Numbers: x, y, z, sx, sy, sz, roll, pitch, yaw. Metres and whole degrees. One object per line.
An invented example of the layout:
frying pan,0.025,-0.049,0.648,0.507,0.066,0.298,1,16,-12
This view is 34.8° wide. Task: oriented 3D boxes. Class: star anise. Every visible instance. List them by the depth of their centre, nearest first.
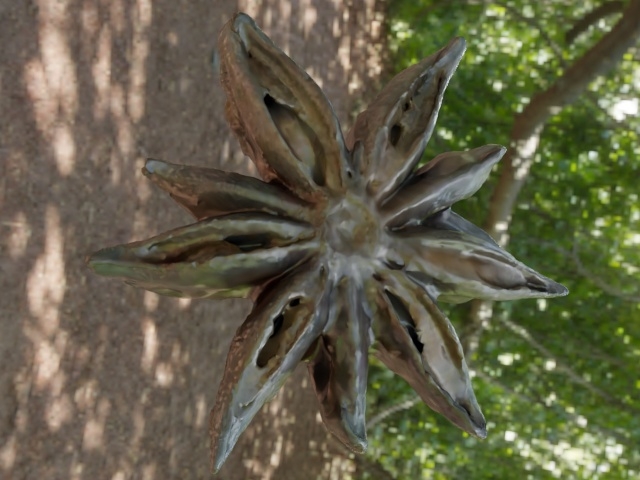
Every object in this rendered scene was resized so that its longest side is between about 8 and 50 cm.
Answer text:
star anise,0.000,0.000,0.411,0.195,0.182,0.065,69,-21,1
